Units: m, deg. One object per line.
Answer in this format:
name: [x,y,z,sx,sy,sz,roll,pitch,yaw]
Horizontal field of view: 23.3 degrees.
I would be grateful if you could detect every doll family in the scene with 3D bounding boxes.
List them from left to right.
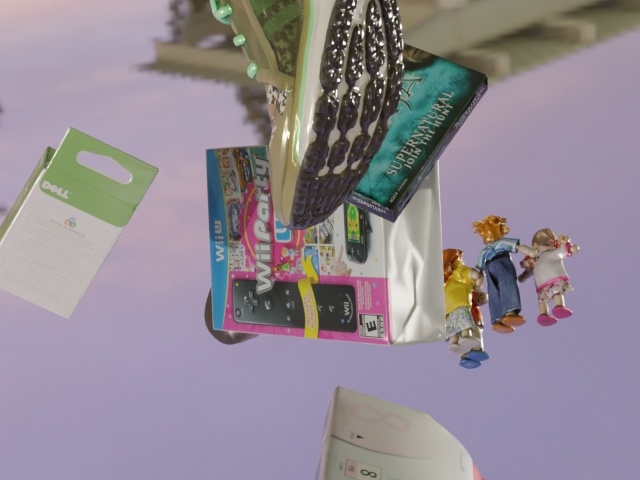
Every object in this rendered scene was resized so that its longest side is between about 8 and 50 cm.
doll family: [0.232,0.056,2.159,0.118,0.163,0.263,17,145,-35]

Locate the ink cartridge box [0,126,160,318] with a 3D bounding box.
ink cartridge box: [-0.268,-0.028,1.663,0.109,0.209,0.062,27,-158,-18]

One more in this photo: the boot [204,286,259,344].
boot: [-0.054,-0.004,2.092,0.112,0.305,0.115,34,-161,26]

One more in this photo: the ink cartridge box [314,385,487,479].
ink cartridge box: [0.111,0.214,1.323,0.232,0.066,0.189,13,-161,-1]

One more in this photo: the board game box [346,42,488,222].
board game box: [0.065,-0.113,1.520,0.126,0.026,0.186,24,-118,22]

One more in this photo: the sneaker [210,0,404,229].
sneaker: [-0.034,-0.216,1.369,0.182,0.410,0.158,5,-175,31]

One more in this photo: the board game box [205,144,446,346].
board game box: [0.000,0.000,1.768,0.097,0.224,0.303,-5,-176,-40]
